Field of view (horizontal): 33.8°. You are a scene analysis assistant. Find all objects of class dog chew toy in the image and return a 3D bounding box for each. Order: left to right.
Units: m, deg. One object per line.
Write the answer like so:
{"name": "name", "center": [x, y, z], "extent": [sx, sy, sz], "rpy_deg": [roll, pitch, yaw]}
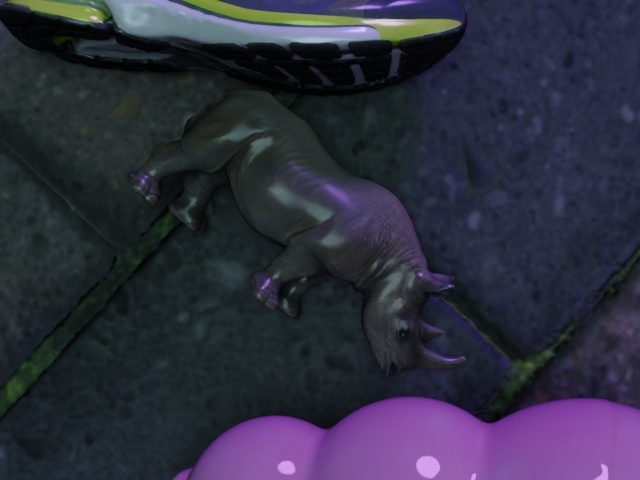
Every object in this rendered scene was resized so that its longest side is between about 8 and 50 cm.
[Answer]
{"name": "dog chew toy", "center": [0.070, 0.184, 0.611], "extent": [0.332, 0.206, 0.206], "rpy_deg": [6, 87, 12]}

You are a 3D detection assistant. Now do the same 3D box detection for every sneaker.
{"name": "sneaker", "center": [-0.053, -0.171, 0.679], "extent": [0.300, 0.111, 0.121], "rpy_deg": [8, 83, 2]}

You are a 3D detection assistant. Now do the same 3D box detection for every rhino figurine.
{"name": "rhino figurine", "center": [0.000, 0.000, 0.681], "extent": [0.243, 0.073, 0.106], "rpy_deg": [41, 93, 4]}
